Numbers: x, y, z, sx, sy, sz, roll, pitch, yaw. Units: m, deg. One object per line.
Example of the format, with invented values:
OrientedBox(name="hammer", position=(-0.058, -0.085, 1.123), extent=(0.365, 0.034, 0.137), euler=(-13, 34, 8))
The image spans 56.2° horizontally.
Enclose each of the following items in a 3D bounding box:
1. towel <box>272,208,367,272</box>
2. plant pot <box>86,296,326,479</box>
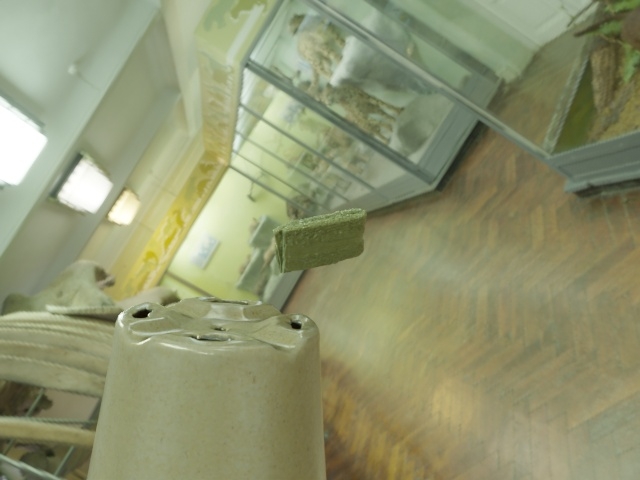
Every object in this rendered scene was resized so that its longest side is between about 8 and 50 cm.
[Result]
OrientedBox(name="towel", position=(0.000, 0.000, 0.933), extent=(0.110, 0.148, 0.027), euler=(91, 163, -49))
OrientedBox(name="plant pot", position=(-0.120, 0.233, 0.674), extent=(0.334, 0.333, 0.306), euler=(-126, 41, -82))
